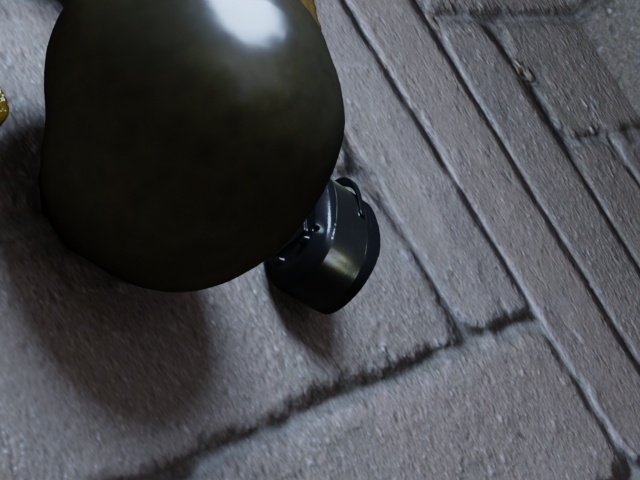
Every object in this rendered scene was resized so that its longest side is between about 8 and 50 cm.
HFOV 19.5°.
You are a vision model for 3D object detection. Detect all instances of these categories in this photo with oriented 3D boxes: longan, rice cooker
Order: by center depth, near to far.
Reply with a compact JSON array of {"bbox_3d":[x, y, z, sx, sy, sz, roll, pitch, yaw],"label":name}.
[{"bbox_3d":[-0.124,-0.111,1.728,0.319,0.319,0.319,40,29,-28],"label":"longan"},{"bbox_3d":[0.000,0.000,2.005,0.106,0.112,0.165,27,36,-35],"label":"rice cooker"}]

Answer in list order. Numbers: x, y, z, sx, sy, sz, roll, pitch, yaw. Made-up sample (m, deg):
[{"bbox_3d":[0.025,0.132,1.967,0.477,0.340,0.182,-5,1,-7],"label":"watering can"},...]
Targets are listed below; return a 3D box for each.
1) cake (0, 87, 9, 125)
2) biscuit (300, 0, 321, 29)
[{"bbox_3d":[-0.322,-0.126,1.676,0.084,0.044,0.084,42,27,-27],"label":"cake"},{"bbox_3d":[-0.098,-0.351,2.262,0.232,0.013,0.237,-9,84,-49],"label":"biscuit"}]
